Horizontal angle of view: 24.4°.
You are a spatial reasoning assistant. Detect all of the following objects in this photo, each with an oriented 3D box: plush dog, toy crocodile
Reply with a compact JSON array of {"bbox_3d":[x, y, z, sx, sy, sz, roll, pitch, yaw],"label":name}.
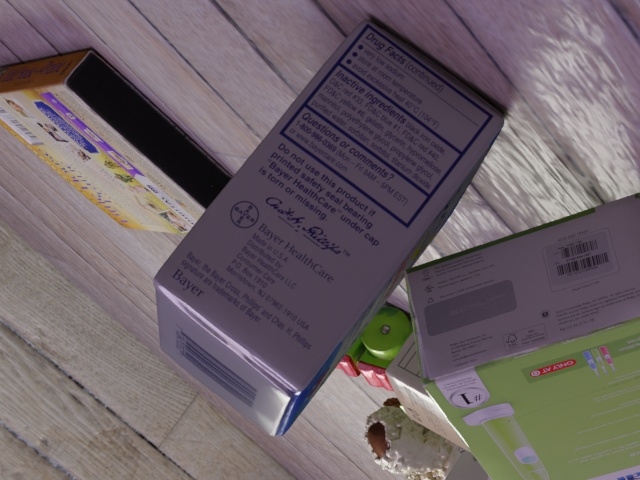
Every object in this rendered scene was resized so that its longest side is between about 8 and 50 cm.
[{"bbox_3d":[0.186,0.324,2.153,0.225,0.211,0.262,-150,37,-82],"label":"plush dog"},{"bbox_3d":[0.035,0.127,1.945,0.340,0.105,0.115,27,162,33],"label":"toy crocodile"}]

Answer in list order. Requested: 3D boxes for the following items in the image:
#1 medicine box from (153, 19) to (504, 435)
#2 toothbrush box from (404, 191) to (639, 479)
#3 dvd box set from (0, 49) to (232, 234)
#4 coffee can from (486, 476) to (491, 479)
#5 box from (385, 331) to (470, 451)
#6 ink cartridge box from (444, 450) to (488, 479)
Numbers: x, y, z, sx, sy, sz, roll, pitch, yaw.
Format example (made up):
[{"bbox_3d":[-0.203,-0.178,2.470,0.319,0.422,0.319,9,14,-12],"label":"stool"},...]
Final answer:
[{"bbox_3d":[0.000,0.000,1.279,0.149,0.289,0.263,37,165,6],"label":"medicine box"},{"bbox_3d":[0.219,0.111,1.258,0.206,0.122,0.283,-19,140,15],"label":"toothbrush box"},{"bbox_3d":[-0.282,-0.121,1.986,0.307,0.062,0.420,42,164,-22],"label":"dvd box set"},{"bbox_3d":[0.342,0.312,1.636,0.275,0.201,0.201,28,163,31],"label":"coffee can"},{"bbox_3d":[0.240,0.177,1.559,0.311,0.148,0.121,29,160,32],"label":"box"},{"bbox_3d":[0.272,0.323,1.914,0.093,0.154,0.212,19,157,49],"label":"ink cartridge box"}]
